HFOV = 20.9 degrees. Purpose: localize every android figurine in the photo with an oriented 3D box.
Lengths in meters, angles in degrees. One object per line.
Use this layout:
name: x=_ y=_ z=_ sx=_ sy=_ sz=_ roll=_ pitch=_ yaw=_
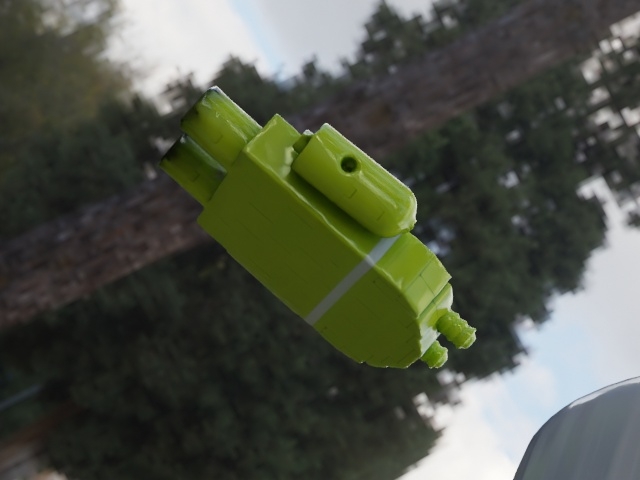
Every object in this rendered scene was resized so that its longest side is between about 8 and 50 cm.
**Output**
android figurine: x=0.000 y=0.000 z=1.318 sx=0.273 sy=0.056 sz=0.248 roll=40 pitch=-24 yaw=1

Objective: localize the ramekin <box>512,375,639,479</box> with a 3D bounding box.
ramekin: x=0.168 y=0.145 z=0.514 sx=0.277 sy=0.135 sz=0.277 roll=15 pitch=-25 yaw=7
